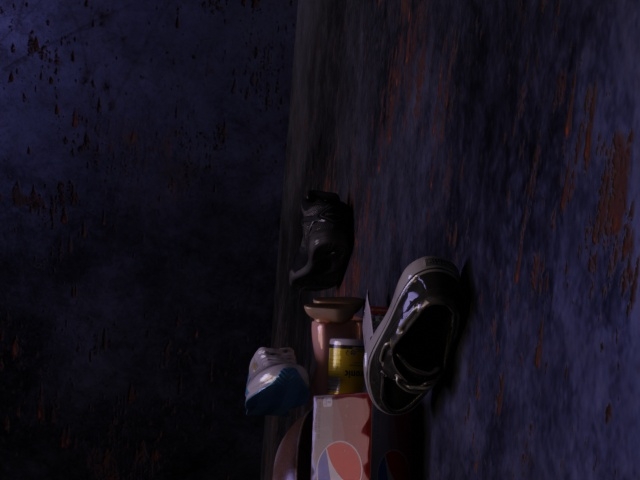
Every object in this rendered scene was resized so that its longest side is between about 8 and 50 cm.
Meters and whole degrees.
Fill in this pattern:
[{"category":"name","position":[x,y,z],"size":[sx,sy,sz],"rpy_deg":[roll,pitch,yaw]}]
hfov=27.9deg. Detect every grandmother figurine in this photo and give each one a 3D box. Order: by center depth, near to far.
[{"category":"grandmother figurine","position":[0.016,0.261,1.871],"size":[0.208,0.104,0.342],"rpy_deg":[-17,-71,-69]}]

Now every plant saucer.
[{"category":"plant saucer","position":[-0.006,0.374,1.668],"size":[0.310,0.050,0.310],"rpy_deg":[-11,-90,-78]}]

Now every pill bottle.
[{"category":"pill bottle","position":[0.042,0.192,1.763],"size":[0.065,0.065,0.116],"rpy_deg":[154,118,-83]}]

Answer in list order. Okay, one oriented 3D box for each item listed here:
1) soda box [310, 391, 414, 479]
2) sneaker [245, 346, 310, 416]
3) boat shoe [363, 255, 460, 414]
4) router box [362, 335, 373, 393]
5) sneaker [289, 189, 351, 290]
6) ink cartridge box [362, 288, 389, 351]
[{"category":"soda box","position":[0.046,0.304,1.431],"size":[0.092,0.083,0.263],"rpy_deg":[-8,75,39]},{"category":"sneaker","position":[-0.066,0.192,1.812],"size":[0.228,0.087,0.092],"rpy_deg":[130,143,-72]},{"category":"boat shoe","position":[0.090,0.114,1.293],"size":[0.070,0.078,0.219],"rpy_deg":[-92,9,-46]},{"category":"router box","position":[0.076,0.191,1.569],"size":[0.092,0.038,0.122],"rpy_deg":[-95,10,-58]},{"category":"sneaker","position":[0.000,0.000,2.174],"size":[0.227,0.087,0.130],"rpy_deg":[111,164,-61]},{"category":"ink cartridge box","position":[0.074,0.121,1.667],"size":[0.115,0.029,0.063],"rpy_deg":[-94,9,-55]}]
